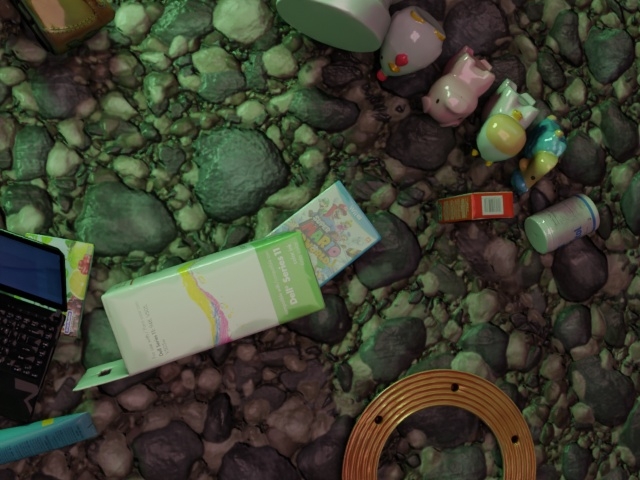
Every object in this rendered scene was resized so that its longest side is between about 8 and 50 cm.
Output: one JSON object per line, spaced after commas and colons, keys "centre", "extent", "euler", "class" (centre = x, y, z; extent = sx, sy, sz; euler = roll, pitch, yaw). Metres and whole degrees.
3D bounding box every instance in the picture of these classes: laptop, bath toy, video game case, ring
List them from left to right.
{"centre": [-0.486, 0.102, 1.197], "extent": [0.234, 0.136, 0.265], "euler": [19, 88, 0], "class": "laptop"}
{"centre": [0.000, 0.000, 1.398], "extent": [0.166, 0.015, 0.119], "euler": [-38, 97, -11], "class": "video game case"}
{"centre": [0.194, 0.378, 1.427], "extent": [0.336, 0.032, 0.337], "euler": [0, 88, -13], "class": "ring"}
{"centre": [0.230, -0.226, 1.404], "extent": [0.348, 0.151, 0.129], "euler": [38, 117, -9], "class": "bath toy"}

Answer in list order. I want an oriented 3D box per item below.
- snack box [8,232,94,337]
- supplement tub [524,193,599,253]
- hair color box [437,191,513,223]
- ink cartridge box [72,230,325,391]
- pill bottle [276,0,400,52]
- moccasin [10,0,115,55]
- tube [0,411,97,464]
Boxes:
{"centre": [-0.398, 0.066, 1.295], "extent": [0.100, 0.037, 0.141], "euler": [10, 88, -10], "class": "snack box"}
{"centre": [0.405, -0.029, 1.462], "extent": [0.107, 0.071, 0.071], "euler": [-25, 94, -11], "class": "supplement tub"}
{"centre": [0.245, -0.051, 1.389], "extent": [0.071, 0.141, 0.043], "euler": [-3, 90, -13], "class": "hair color box"}
{"centre": [-0.189, 0.093, 1.250], "extent": [0.353, 0.207, 0.119], "euler": [-18, 93, -9], "class": "ink cartridge box"}
{"centre": [0.072, -0.490, 1.325], "extent": [0.210, 0.210, 0.363], "euler": [22, 85, -11], "class": "pill bottle"}
{"centre": [-0.440, -0.456, 1.245], "extent": [0.147, 0.139, 0.380], "euler": [-39, 97, -12], "class": "moccasin"}
{"centre": [-0.434, 0.294, 1.270], "extent": [0.207, 0.080, 0.052], "euler": [-12, 61, -11], "class": "tube"}
